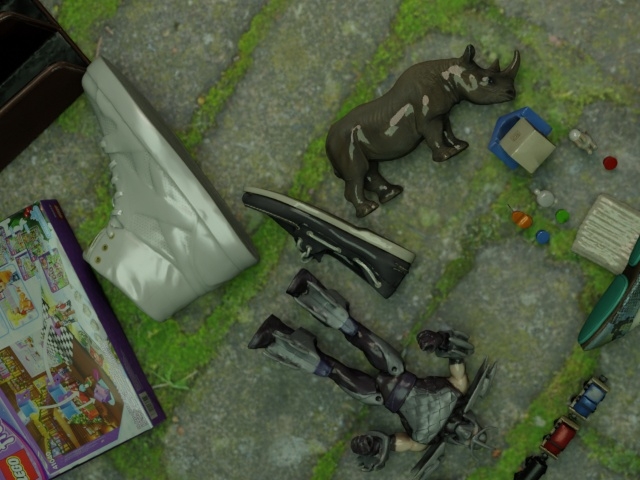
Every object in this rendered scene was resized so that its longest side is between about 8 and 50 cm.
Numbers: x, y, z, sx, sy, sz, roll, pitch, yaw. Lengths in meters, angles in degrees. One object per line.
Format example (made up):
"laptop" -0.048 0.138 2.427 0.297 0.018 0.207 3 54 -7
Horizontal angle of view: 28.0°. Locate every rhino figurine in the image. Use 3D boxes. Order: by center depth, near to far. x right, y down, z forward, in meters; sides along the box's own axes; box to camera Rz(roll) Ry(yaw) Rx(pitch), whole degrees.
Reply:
"rhino figurine" 0.113 -0.134 1.388 0.243 0.073 0.106 -35 88 9

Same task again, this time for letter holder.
"letter holder" -0.432 -0.147 1.424 0.302 0.214 0.152 -42 84 10

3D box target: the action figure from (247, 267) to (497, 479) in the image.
"action figure" 0.067 0.153 1.397 0.285 0.099 0.185 33 89 4

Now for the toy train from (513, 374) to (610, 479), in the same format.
"toy train" 0.259 0.210 1.389 0.027 0.036 0.158 36 98 8

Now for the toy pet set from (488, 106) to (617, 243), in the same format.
"toy pet set" 0.233 -0.082 1.384 0.114 0.065 0.122 36 104 -27

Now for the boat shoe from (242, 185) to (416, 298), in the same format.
"boat shoe" 0.000 0.000 1.415 0.206 0.075 0.065 24 93 5

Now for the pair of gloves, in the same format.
"pair of gloves" 0.407 -0.033 1.348 0.204 0.042 0.240 37 98 8

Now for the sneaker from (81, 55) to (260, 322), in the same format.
"sneaker" -0.218 -0.049 1.440 0.169 0.108 0.292 -35 86 7

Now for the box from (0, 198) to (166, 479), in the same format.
"box" -0.334 0.125 1.495 0.201 0.057 0.293 -27 87 11

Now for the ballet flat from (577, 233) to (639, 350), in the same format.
"ballet flat" 0.336 0.044 1.324 0.070 0.070 0.188 30 106 9
